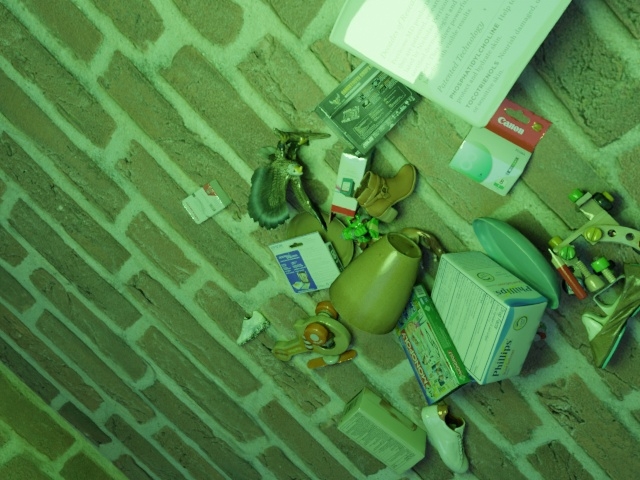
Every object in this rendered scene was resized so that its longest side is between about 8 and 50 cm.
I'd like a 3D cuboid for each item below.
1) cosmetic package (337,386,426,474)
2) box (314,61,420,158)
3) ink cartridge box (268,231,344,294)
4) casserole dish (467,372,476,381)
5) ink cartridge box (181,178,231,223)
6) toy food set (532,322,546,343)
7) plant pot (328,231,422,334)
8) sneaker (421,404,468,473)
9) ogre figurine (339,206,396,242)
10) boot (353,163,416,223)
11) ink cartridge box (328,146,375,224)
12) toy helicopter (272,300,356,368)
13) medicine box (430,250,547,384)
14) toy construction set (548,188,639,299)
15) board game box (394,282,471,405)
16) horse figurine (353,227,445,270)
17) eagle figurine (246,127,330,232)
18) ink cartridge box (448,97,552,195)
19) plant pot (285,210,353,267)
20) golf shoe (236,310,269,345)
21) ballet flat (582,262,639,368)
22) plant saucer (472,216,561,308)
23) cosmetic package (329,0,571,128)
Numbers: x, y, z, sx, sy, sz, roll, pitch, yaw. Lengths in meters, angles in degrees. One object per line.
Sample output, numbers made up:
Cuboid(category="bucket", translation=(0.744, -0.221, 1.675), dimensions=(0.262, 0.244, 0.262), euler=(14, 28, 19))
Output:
Cuboid(category="cosmetic package", translation=(0.230, 0.704, 1.854), dimensions=(0.296, 0.129, 0.153), euler=(39, 118, -1))
Cuboid(category="box", translation=(0.127, -0.367, 1.354), dimensions=(0.183, 0.056, 0.231), euler=(45, 82, -6))
Cuboid(category="ink cartridge box", translation=(-0.040, 0.071, 1.652), dimensions=(0.206, 0.045, 0.208), euler=(-14, 114, 31))
Cuboid(category="casserole dish", translation=(0.506, 0.406, 1.676), dimensions=(0.114, 0.037, 0.188), euler=(1, 114, 17))
Cuboid(category="ink cartridge box", translation=(-0.388, -0.132, 1.704), dimensions=(0.135, 0.056, 0.099), euler=(-27, 103, 26))
Cuboid(category="toy food set", translation=(0.668, 0.286, 1.575), dimensions=(0.082, 0.020, 0.083), euler=(44, 119, -6))
Cuboid(category="plant pot", translation=(0.187, 0.108, 1.485), dimensions=(0.237, 0.237, 0.254), euler=(32, 120, 2))
Cuboid(category="sneaker", translation=(0.479, 0.713, 1.788), dimensions=(0.123, 0.106, 0.290), euler=(-25, 103, 29))
Cuboid(category="ogre figurine", translation=(0.140, -0.047, 1.510), dimensions=(0.118, 0.197, 0.097), euler=(-17, 121, 46))
Cuboid(category="boot", translation=(0.185, -0.160, 1.420), dimensions=(0.152, 0.197, 0.073), euler=(32, 169, -35))
Cuboid(category="ink cartridge box", translation=(0.092, -0.162, 1.488), dimensions=(0.078, 0.134, 0.231), euler=(16, 119, 10))
Cuboid(category="toy helicopter", translation=(-0.032, 0.379, 1.811), dimensions=(0.355, 0.140, 0.235), euler=(-27, 113, 38))
Cuboid(category="medicine box", translation=(0.460, 0.212, 1.445), dimensions=(0.149, 0.289, 0.264), euler=(-6, 120, -26))
Cuboid(category="toy construction set", translation=(0.672, 0.000, 1.292), dimensions=(0.257, 0.308, 0.237), euler=(-46, 69, 44))
Cuboid(category="board game box", translation=(0.324, 0.320, 1.535), dimensions=(0.213, 0.046, 0.317), euler=(113, 141, -53))
Cuboid(category="horse figurine", translation=(0.255, 0.025, 1.562), dimensions=(0.263, 0.066, 0.174), euler=(-17, 111, 30))
Cuboid(category="eagle figurine", translation=(-0.091, -0.173, 1.465), dimensions=(0.226, 0.225, 0.298), euler=(2, 94, 11))
Cuboid(category="ink cartridge box", translation=(0.486, -0.258, 1.362), dimensions=(0.181, 0.056, 0.225), euler=(29, 121, 3))
Cuboid(category="plant pot", translation=(0.000, 0.000, 1.640), dimensions=(0.236, 0.032, 0.236), euler=(12, 124, 18))
Cuboid(category="golf shoe", translation=(-0.269, 0.330, 1.891), dimensions=(0.176, 0.069, 0.086), euler=(-41, 77, 26))
Cuboid(category="ballet flat", translation=(0.841, 0.209, 1.442), dimensions=(0.124, 0.116, 0.342), euler=(30, 122, 26))
Cuboid(category="plant saucer", translation=(0.540, 0.051, 1.365), dimensions=(0.043, 0.317, 0.317), euler=(-40, 98, 0))
Cuboid(category="cosmetic package", translation=(0.296, -0.521, 1.141), dimensions=(0.393, 0.329, 0.327), euler=(31, 120, 3))
